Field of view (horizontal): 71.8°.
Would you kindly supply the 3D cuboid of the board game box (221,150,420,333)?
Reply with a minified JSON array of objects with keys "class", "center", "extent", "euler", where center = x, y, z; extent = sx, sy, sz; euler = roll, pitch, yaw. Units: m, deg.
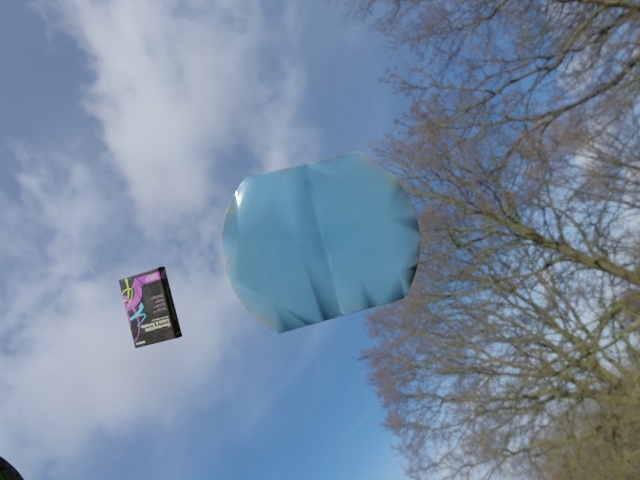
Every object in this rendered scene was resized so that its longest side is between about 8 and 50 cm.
[{"class":"board game box","center":[0.000,0.000,0.388],"extent":[0.168,0.033,0.133],"euler":[-15,-90,-7]}]

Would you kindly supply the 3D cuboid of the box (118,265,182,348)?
[{"class":"box","center":[-0.381,0.151,0.987],"extent":[0.029,0.116,0.162],"euler":[-10,-97,-72]}]

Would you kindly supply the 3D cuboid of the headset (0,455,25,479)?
[{"class":"headset","center":[-0.475,0.402,0.467],"extent":[0.185,0.394,0.243],"euler":[-32,-79,-1]}]
